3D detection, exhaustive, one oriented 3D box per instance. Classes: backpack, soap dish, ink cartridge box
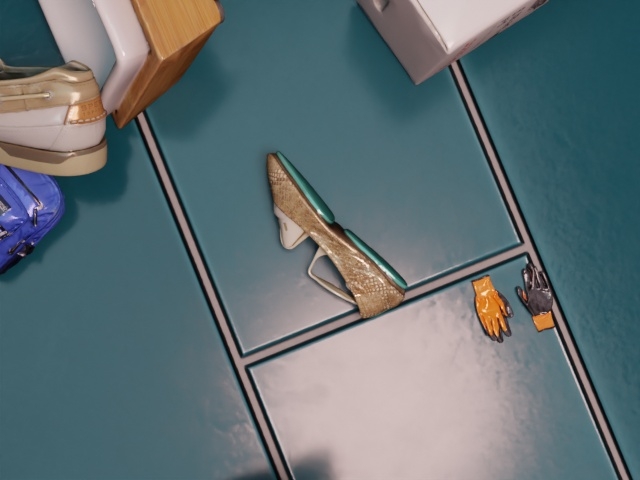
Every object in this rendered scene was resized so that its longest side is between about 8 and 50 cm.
[{"bbox_3d":[-0.318,-0.029,1.222,0.120,0.101,0.098,-40,95,-9],"label":"backpack"},{"bbox_3d":[-0.210,-0.279,1.193,0.118,0.229,0.291,-21,87,-21],"label":"soap dish"},{"bbox_3d":[0.194,-0.291,1.214,0.289,0.211,0.121,-33,91,-4],"label":"ink cartridge box"}]

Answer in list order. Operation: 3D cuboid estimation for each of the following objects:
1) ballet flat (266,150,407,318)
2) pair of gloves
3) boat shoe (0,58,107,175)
[{"bbox_3d":[0.000,0.000,1.253,0.067,0.073,0.206,-44,85,9],"label":"ballet flat"},{"bbox_3d":[0.206,0.066,1.285,0.083,0.010,0.074,-15,86,-5],"label":"pair of gloves"},{"bbox_3d":[-0.350,-0.145,1.194,0.302,0.113,0.103,10,114,10],"label":"boat shoe"}]
